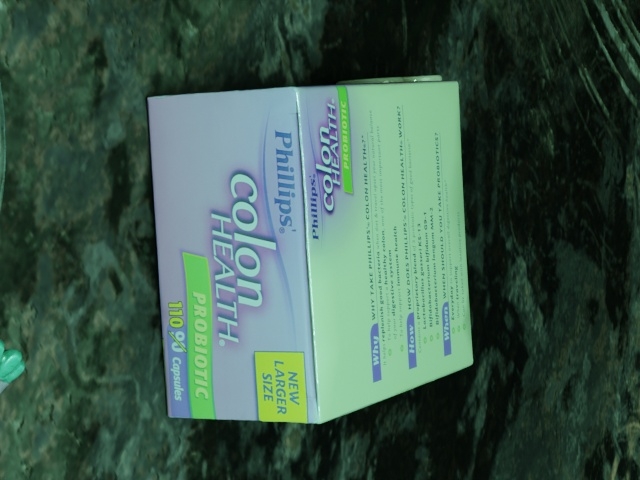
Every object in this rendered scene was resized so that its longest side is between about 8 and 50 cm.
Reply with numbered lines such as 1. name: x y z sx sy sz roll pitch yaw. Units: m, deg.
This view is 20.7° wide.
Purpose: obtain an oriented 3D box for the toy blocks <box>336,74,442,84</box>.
1. toy blocks: 0.060 -0.055 1.384 0.123 0.054 0.148 -11 99 -60

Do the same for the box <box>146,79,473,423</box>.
1. box: 0.000 0.000 1.212 0.243 0.117 0.213 -12 100 -61

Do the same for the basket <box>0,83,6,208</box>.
1. basket: -0.264 -0.039 0.718 0.227 0.154 0.204 8 84 -57

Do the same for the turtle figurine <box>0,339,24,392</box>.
1. turtle figurine: -0.183 0.155 0.843 0.175 0.118 0.234 45 27 -59
